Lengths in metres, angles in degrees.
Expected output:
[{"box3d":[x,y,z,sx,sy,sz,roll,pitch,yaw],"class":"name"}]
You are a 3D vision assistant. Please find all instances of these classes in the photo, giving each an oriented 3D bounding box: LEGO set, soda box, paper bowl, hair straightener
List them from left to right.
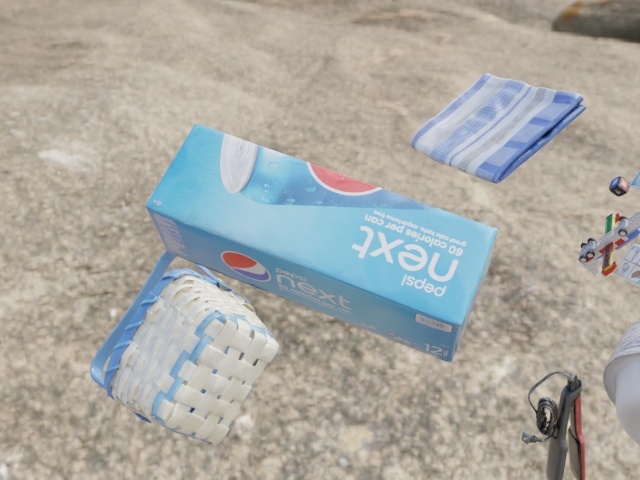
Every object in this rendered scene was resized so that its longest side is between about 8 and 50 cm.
[{"box3d":[0.000,0.000,0.551,0.210,0.067,0.071,21,66,13],"class":"soda box"},{"box3d":[0.330,0.271,1.206,0.089,0.230,0.047,-14,37,-7],"class":"hair straightener"},{"box3d":[0.452,-0.025,1.194,0.060,0.182,0.244,34,3,-12],"class":"LEGO set"},{"box3d":[0.598,0.265,1.386,0.284,0.284,0.148,21,57,34],"class":"paper bowl"}]

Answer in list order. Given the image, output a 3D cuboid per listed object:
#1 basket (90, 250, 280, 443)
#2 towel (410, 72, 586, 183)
[{"box3d":[-0.221,0.163,1.305,0.289,0.255,0.201,32,-1,41],"class":"basket"},{"box3d":[0.289,-0.198,1.452,0.209,0.034,0.285,-41,28,-6],"class":"towel"}]
